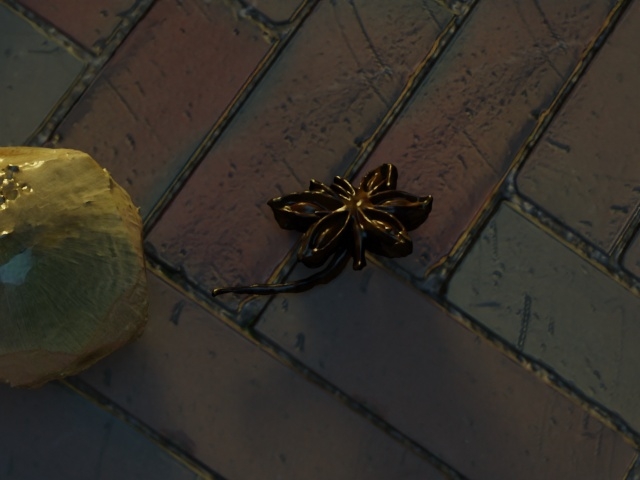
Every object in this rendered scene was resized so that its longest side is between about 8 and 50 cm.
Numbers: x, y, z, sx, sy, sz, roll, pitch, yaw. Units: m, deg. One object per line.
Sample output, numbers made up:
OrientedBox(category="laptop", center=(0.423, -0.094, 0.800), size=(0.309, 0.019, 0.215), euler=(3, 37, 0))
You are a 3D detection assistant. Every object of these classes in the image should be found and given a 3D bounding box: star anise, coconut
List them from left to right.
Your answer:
OrientedBox(category="coconut", center=(-0.212, 0.019, 0.917), size=(0.194, 0.194, 0.194), euler=(1, 80, -7))
OrientedBox(category="star anise", center=(0.000, 0.000, 1.016), size=(0.190, 0.070, 0.097), euler=(-17, 56, -9))
